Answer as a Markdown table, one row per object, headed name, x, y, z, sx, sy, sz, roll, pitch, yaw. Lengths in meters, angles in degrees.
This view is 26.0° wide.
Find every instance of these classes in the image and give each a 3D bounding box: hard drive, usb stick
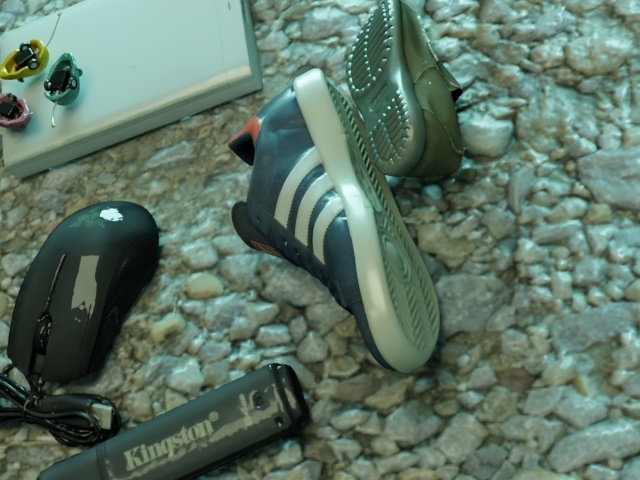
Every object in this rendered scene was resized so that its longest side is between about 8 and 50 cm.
| name | x | y | z | sx | sy | sz | roll | pitch | yaw |
| --- | --- | --- | --- | --- | --- | --- | --- | --- | --- |
| hard drive | -0.223 | -0.207 | 1.590 | 0.307 | 0.040 | 0.203 | -19 | 56 | 13 |
| usb stick | -0.144 | 0.199 | 1.314 | 0.278 | 0.045 | 0.077 | -25 | 54 | 9 |

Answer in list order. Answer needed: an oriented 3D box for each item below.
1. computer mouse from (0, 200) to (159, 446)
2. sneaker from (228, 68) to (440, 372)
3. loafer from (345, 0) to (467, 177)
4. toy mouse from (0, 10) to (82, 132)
| name | x | y | z | sx | sy | sz | roll | pitch | yaw |
| --- | --- | --- | --- | --- | --- | --- | --- | --- | --- |
| computer mouse | -0.254 | 0.068 | 1.424 | 0.188 | 0.072 | 0.272 | 7 | 65 | 29 |
| sneaker | 0.000 | 0.000 | 1.324 | 0.148 | 0.131 | 0.350 | -30 | 48 | 14 |
| loafer | 0.089 | -0.148 | 1.395 | 0.094 | 0.087 | 0.251 | -49 | 33 | 38 |
| toy mouse | -0.318 | -0.163 | 1.561 | 0.161 | 0.031 | 0.143 | -39 | 53 | -1 |
